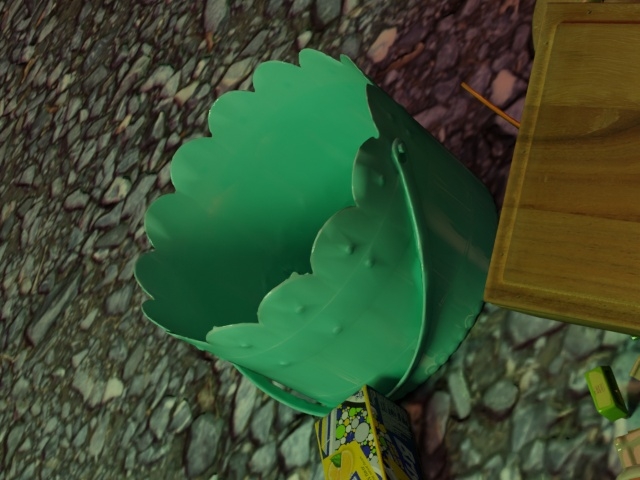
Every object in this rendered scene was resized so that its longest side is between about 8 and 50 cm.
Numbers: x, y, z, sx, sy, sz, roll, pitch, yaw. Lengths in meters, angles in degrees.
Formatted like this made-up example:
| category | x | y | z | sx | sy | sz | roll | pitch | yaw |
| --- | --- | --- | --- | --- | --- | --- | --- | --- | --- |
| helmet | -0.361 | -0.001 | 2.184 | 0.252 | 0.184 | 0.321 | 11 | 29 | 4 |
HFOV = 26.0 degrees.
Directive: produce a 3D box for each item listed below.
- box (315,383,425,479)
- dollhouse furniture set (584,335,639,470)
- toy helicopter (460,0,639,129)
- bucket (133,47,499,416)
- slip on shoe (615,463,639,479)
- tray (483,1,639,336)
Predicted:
| category | x | y | z | sx | sy | sz | roll | pitch | yaw |
| --- | --- | --- | --- | --- | --- | --- | --- | --- | --- |
| box | 0.044 | 0.194 | 1.039 | 0.059 | 0.054 | 0.169 | -41 | 36 | 23 |
| dollhouse furniture set | 0.226 | 0.108 | 0.903 | 0.076 | 0.058 | 0.152 | -29 | 61 | 25 |
| toy helicopter | 0.239 | -0.091 | 0.961 | 0.235 | 0.140 | 0.355 | -38 | 46 | 22 |
| bucket | 0.000 | 0.000 | 1.145 | 0.281 | 0.183 | 0.281 | -34 | 39 | 33 |
| slip on shoe | 0.268 | 0.194 | 0.695 | 0.331 | 0.123 | 0.101 | 22 | 84 | 52 |
| tray | 0.290 | -0.029 | 0.781 | 0.411 | 0.076 | 0.203 | 9 | 85 | 46 |
